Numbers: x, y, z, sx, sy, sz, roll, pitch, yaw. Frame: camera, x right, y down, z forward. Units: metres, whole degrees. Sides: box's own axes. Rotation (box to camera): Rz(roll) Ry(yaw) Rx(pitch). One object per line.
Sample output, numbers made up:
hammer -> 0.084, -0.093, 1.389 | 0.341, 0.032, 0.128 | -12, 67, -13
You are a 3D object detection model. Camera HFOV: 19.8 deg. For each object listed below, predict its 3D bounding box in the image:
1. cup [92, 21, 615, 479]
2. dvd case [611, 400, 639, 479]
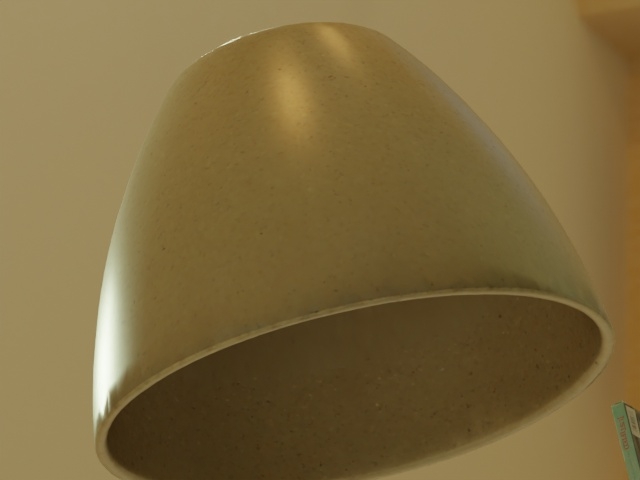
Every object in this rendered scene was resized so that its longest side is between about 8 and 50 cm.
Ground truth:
cup -> 0.000, 0.000, 1.193 | 0.331, 0.331, 0.237 | 27, -135, -56
dvd case -> 0.260, 0.178, 1.401 | 0.119, 0.013, 0.087 | 32, -139, -52
